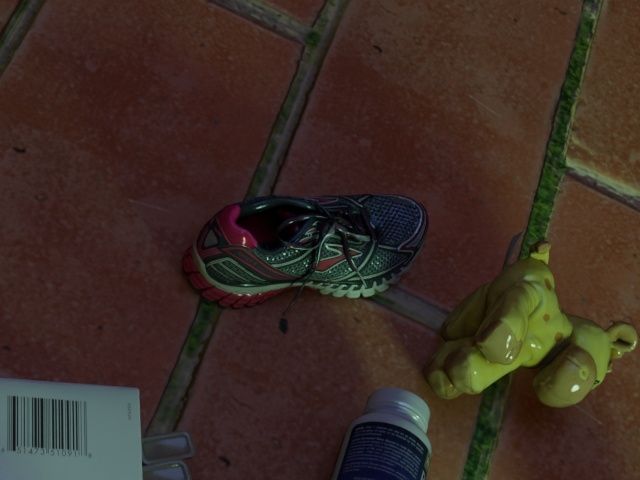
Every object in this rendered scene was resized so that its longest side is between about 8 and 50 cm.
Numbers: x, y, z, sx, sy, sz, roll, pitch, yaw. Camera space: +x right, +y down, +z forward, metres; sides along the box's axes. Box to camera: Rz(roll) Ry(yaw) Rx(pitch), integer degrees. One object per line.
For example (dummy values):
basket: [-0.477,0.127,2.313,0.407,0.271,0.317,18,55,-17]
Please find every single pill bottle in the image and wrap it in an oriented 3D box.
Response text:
pill bottle: [0.062,0.236,1.840,0.094,0.094,0.169,25,49,-6]

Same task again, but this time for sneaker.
sneaker: [0.000,0.000,1.980,0.299,0.112,0.121,-12,62,-33]

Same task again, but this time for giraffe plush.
giraffe plush: [0.243,0.117,1.980,0.170,0.181,0.210,39,64,-10]

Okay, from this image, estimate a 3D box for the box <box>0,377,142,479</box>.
box: [-0.263,0.230,1.634,0.181,0.119,0.182,6,61,-21]

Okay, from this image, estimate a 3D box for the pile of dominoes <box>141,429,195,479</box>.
pile of dominoes: [-0.225,0.284,1.719,0.196,0.040,0.251,12,59,-18]
